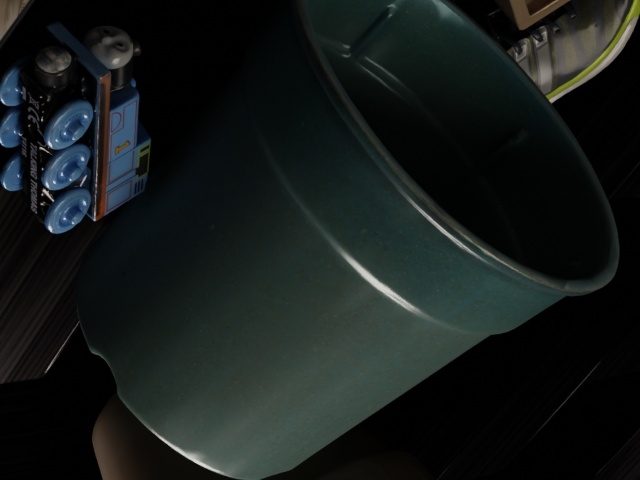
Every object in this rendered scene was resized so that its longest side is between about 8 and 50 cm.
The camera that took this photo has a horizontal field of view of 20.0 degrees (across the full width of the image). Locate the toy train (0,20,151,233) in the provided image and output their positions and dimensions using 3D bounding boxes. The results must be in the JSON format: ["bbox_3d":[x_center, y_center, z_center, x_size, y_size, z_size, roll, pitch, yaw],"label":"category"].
[{"bbox_3d":[-0.178,-0.085,1.331,0.105,0.080,0.184,-35,155,-30],"label":"toy train"}]

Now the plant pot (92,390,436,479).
[{"bbox_3d":[-0.073,0.253,1.798,0.323,0.280,0.323,-30,154,-17],"label":"plant pot"}]

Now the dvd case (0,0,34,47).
[{"bbox_3d":[-0.226,-0.169,1.090,0.253,0.022,0.180,-56,156,-7],"label":"dvd case"}]

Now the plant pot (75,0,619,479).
[{"bbox_3d":[0.000,0.000,1.452,0.334,0.341,0.341,-42,156,26],"label":"plant pot"}]

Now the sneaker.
[{"bbox_3d":[0.171,-0.169,1.629,0.300,0.111,0.121,-49,150,16],"label":"sneaker"}]

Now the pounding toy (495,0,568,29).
[{"bbox_3d":[0.146,-0.272,1.445,0.181,0.094,0.206,-33,146,-2],"label":"pounding toy"}]
